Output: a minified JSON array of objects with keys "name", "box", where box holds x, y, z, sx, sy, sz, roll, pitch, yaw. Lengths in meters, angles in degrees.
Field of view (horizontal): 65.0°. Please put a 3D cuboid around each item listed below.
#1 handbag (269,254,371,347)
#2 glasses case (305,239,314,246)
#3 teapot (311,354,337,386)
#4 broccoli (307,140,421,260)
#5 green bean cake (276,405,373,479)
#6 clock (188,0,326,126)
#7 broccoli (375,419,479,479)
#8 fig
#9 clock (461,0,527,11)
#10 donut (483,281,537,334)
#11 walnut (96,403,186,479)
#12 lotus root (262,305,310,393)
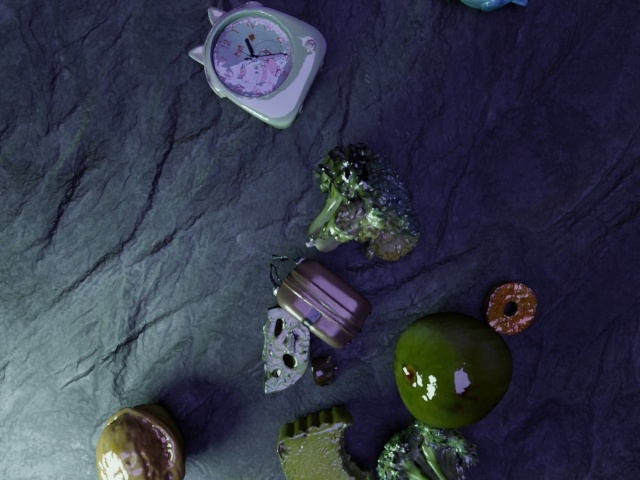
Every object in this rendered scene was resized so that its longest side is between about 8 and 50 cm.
[{"name":"handbag","box":[-0.016,0.132,1.268,0.283,0.302,0.149,39,89,1]},{"name":"glasses case","box":[0.000,0.000,1.383,0.083,0.032,0.021,-18,99,-1]},{"name":"teapot","box":[0.015,0.367,1.402,0.068,0.076,0.121,-9,123,-9]},{"name":"broccoli","box":[0.092,-0.081,1.285,0.281,0.348,0.293,-33,52,10]},{"name":"green bean cake","box":[0.015,0.600,1.396,0.233,0.124,0.236,-17,96,1]},{"name":"clock","box":[-0.164,-0.467,1.297,0.324,0.108,0.265,27,96,-3]},{"name":"broccoli","box":[0.294,0.627,1.363,0.260,0.235,0.288,23,105,31]},{"name":"fig","box":[0.360,0.329,1.309,0.316,0.316,0.316,0,95,-1]},{"name":"clock","box":[0.428,-0.709,1.299,0.274,0.094,0.223,24,95,-6]},{"name":"donut","box":[0.525,0.185,1.402,0.152,0.058,0.152,0,96,-1]},{"name":"walnut","box":[-0.473,0.560,1.328,0.257,0.224,0.257,5,104,20]},{"name":"lotus root","box":[-0.097,0.290,1.367,0.138,0.119,0.234,8,94,-2]}]
